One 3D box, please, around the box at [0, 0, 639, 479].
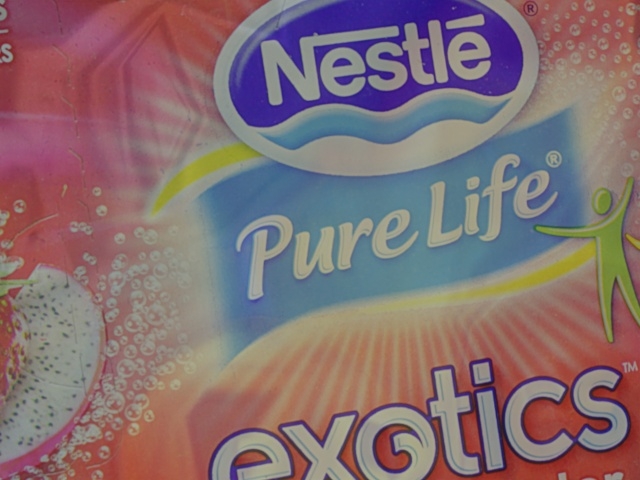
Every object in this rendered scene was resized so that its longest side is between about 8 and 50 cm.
[{"bbox_3d":[0.000,0.000,0.431,0.142,0.300,0.154,177,-95,-76],"label":"box"}]
